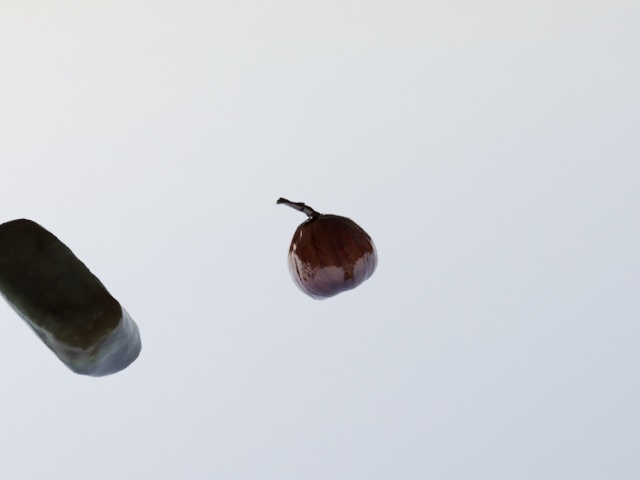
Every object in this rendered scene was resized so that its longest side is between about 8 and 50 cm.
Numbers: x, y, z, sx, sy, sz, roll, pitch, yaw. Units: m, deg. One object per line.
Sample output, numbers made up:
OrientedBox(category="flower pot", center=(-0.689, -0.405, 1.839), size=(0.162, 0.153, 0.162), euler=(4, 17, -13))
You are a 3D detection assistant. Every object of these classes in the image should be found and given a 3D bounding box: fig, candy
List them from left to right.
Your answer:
OrientedBox(category="candy", center=(-0.316, 0.069, 1.597), size=(0.102, 0.104, 0.234), euler=(-41, -118, -10))
OrientedBox(category="fig", center=(0.005, 0.014, 1.794), size=(0.128, 0.128, 0.150), euler=(-22, -123, -35))
